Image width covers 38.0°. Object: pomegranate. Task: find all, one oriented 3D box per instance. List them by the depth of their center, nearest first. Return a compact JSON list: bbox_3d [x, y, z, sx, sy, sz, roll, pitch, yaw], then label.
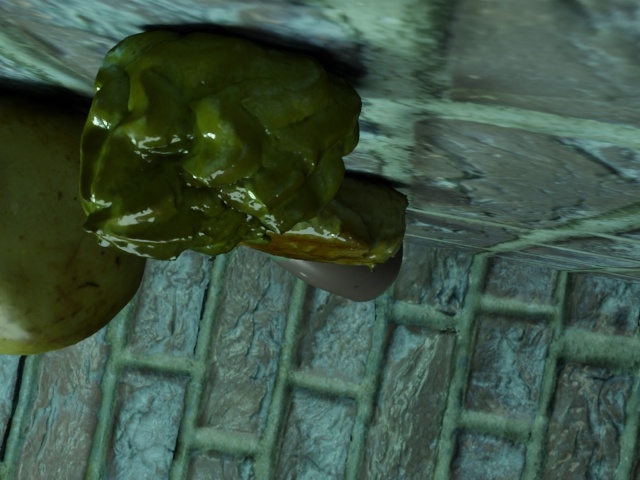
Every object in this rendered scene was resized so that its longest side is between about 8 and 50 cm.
[{"bbox_3d":[-0.284,-0.016,0.837,0.260,0.260,0.260,11,179,0],"label":"pomegranate"}]

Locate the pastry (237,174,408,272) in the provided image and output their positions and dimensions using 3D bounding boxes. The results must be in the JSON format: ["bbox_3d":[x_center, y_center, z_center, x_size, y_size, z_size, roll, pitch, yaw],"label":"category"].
[{"bbox_3d":[-0.004,-0.027,1.049,0.218,0.100,0.229,6,172,20],"label":"pastry"}]

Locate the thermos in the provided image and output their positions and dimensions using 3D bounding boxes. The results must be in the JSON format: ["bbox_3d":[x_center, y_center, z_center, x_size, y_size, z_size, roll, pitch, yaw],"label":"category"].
[{"bbox_3d":[0.000,0.000,1.398,0.176,0.146,0.265,18,178,43],"label":"thermos"}]

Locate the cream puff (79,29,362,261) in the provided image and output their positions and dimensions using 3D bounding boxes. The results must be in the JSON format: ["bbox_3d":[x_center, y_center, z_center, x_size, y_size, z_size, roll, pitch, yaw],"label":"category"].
[{"bbox_3d":[-0.052,-0.041,0.480,0.146,0.116,0.146,12,176,1],"label":"cream puff"}]
